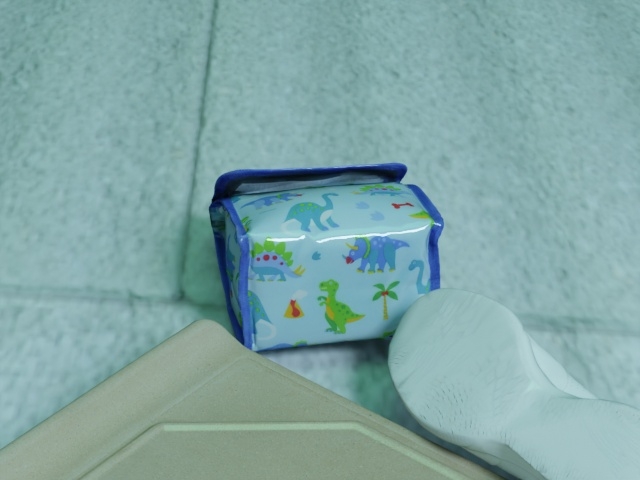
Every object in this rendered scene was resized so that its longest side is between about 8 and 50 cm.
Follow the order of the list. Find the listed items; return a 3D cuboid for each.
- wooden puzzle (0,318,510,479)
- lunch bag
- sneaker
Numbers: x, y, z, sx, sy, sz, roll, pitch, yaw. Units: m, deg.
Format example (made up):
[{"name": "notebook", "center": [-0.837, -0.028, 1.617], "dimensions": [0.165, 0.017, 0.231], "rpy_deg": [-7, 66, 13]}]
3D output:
[{"name": "wooden puzzle", "center": [-0.032, 0.147, 0.734], "dimensions": [0.239, 0.044, 0.221], "rpy_deg": [29, 38, 24]}, {"name": "lunch bag", "center": [0.000, 0.000, 0.925], "dimensions": [0.129, 0.096, 0.151], "rpy_deg": [-3, 19, -9]}, {"name": "sneaker", "center": [0.121, 0.103, 0.790], "dimensions": [0.080, 0.094, 0.212], "rpy_deg": [-51, 45, -2]}]
